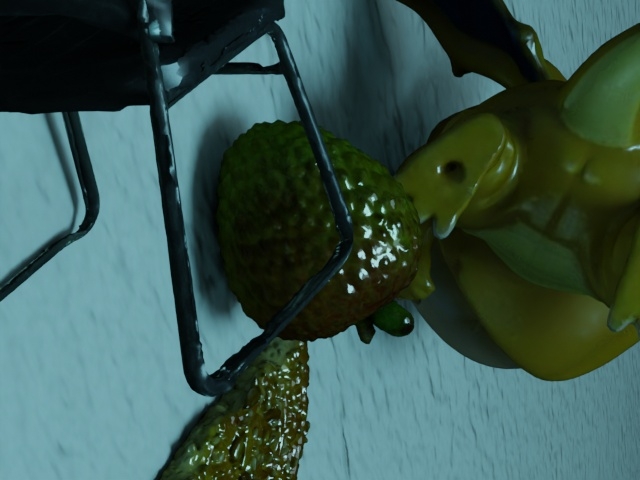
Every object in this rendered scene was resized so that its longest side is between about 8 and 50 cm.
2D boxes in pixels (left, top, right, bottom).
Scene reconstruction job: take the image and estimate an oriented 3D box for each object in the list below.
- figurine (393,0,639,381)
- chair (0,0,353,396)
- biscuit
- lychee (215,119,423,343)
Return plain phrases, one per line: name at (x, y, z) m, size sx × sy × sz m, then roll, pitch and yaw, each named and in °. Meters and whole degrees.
figurine at (0.207, -0.030, 0.988) m, size 0.387 × 0.401 × 0.268 m, roll 15°, pitch 84°, yaw -77°
chair at (-0.086, -0.072, 0.543) m, size 0.145 × 0.140 × 0.221 m, roll -50°, pitch 137°, yaw -56°
biscuit at (-0.044, 0.141, 0.843) m, size 0.206 × 0.025 × 0.126 m, roll -51°, pitch 141°, yaw -54°
lychee at (0.000, 0.000, 0.799) m, size 0.146 × 0.114 × 0.114 m, roll 57°, pitch 36°, yaw -20°
